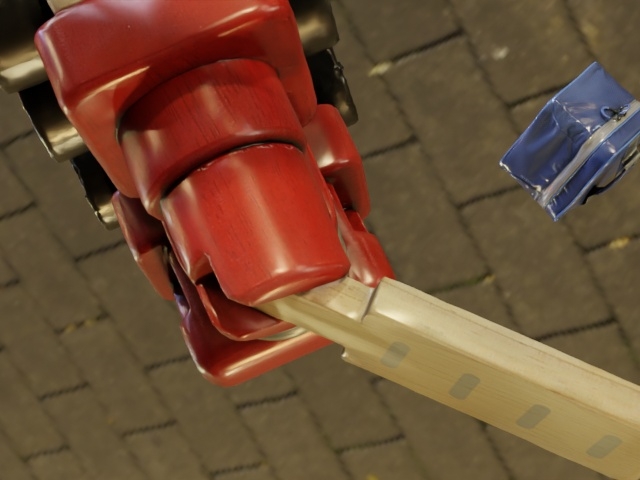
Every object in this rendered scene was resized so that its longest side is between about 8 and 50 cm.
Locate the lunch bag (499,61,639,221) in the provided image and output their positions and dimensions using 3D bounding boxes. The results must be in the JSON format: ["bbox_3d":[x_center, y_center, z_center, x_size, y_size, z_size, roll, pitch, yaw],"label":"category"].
[{"bbox_3d":[0.170,-0.062,0.993,0.065,0.067,0.098,46,147,8],"label":"lunch bag"}]

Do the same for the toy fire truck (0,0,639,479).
[{"bbox_3d":[0.000,0.000,0.548,0.217,0.158,0.246,73,174,-71],"label":"toy fire truck"}]
